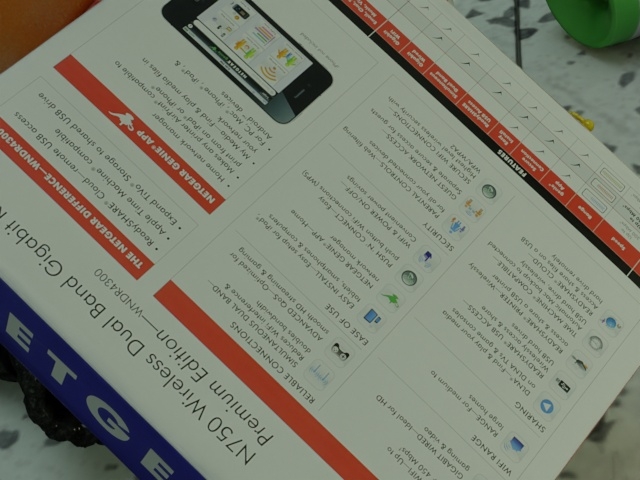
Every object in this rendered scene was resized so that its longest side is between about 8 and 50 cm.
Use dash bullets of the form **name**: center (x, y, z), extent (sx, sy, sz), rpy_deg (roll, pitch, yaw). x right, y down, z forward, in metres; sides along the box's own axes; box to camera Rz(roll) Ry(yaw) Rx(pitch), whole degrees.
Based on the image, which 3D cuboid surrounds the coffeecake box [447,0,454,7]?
- **coffeecake box**: center (0.051, -0.157, 1.064), extent (0.068, 0.142, 0.185), rpy_deg (12, 47, 34)

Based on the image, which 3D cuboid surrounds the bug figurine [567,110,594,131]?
- **bug figurine**: center (0.233, -0.013, 0.878), extent (0.279, 0.072, 0.216), rpy_deg (12, 47, 32)

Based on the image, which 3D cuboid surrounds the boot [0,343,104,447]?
- **boot**: center (-0.246, 0.080, 0.904), extent (0.348, 0.131, 0.260), rpy_deg (-26, 39, -11)

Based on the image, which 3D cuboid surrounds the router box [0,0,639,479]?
- **router box**: center (0.000, 0.000, 0.633), extent (0.335, 0.082, 0.301), rpy_deg (44, 61, 4)

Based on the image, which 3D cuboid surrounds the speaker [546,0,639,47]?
- **speaker**: center (0.357, -0.296, 1.130), extent (0.296, 0.131, 0.131), rpy_deg (-30, 40, -15)

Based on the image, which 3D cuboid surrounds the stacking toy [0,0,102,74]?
- **stacking toy**: center (-0.054, -0.074, 0.826), extent (0.350, 0.351, 0.480), rpy_deg (-36, 70, -21)
